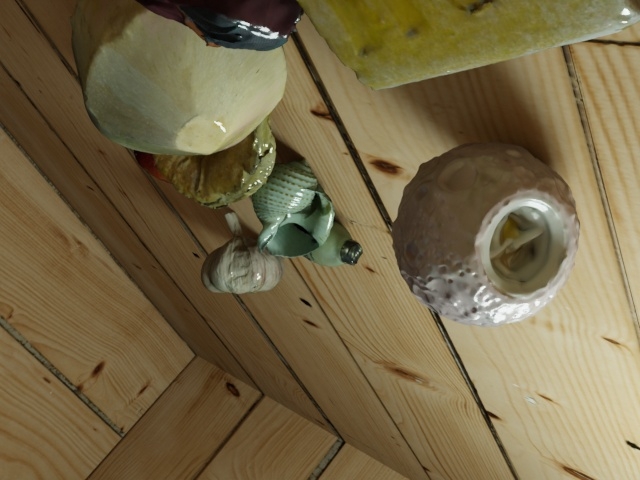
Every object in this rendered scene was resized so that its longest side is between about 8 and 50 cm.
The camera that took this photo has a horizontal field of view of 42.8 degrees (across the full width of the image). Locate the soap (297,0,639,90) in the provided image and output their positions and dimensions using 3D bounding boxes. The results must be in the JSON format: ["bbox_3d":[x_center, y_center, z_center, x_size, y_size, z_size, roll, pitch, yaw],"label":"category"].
[{"bbox_3d":[0.117,-0.312,0.785,0.335,0.156,0.293,-4,134,42],"label":"soap"}]

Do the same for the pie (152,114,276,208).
[{"bbox_3d":[-0.224,-0.217,1.579,0.339,0.083,0.340,21,127,31],"label":"pie"}]

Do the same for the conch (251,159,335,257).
[{"bbox_3d":[-0.062,-0.071,1.654,0.172,0.131,0.200,21,124,-17],"label":"conch"}]

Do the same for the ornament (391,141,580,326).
[{"bbox_3d":[0.223,-0.012,1.136,0.259,0.259,0.225,50,170,-21],"label":"ornament"}]

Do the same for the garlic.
[{"bbox_3d":[-0.203,0.032,2.097,0.218,0.218,0.212,-5,92,62],"label":"garlic"}]

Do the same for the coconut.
[{"bbox_3d":[-0.220,-0.289,1.288,0.352,0.353,0.353,35,158,16],"label":"coconut"}]

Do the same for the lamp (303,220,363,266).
[{"bbox_3d":[0.000,0.000,1.742,0.250,0.101,0.101,20,151,49],"label":"lamp"}]

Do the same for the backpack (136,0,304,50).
[{"bbox_3d":[-0.123,-0.382,1.016,0.197,0.284,0.317,13,-176,-37],"label":"backpack"}]

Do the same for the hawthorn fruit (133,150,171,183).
[{"bbox_3d":[-0.338,-0.220,1.823,0.188,0.169,0.169,40,159,14],"label":"hawthorn fruit"}]
